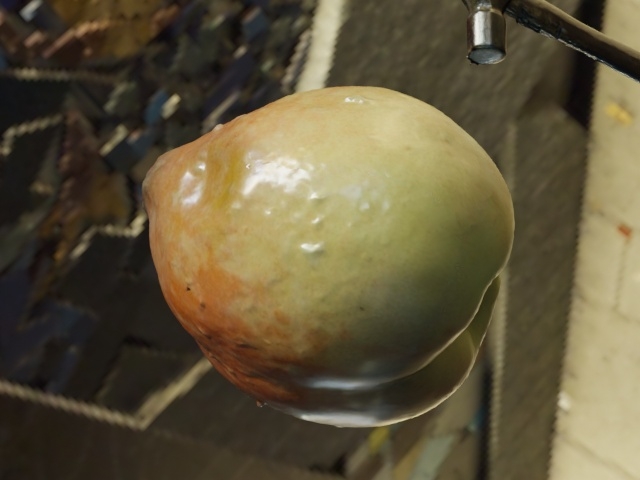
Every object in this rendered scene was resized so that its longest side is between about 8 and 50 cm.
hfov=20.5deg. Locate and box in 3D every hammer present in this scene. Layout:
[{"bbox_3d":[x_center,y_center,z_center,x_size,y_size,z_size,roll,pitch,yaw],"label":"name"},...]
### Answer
[{"bbox_3d":[0.138,-0.093,0.884,0.178,0.065,0.021,21,153,-34],"label":"hammer"}]

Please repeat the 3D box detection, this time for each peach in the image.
[{"bbox_3d":[0.000,0.000,1.059,0.232,0.232,0.232,32,150,21],"label":"peach"}]
